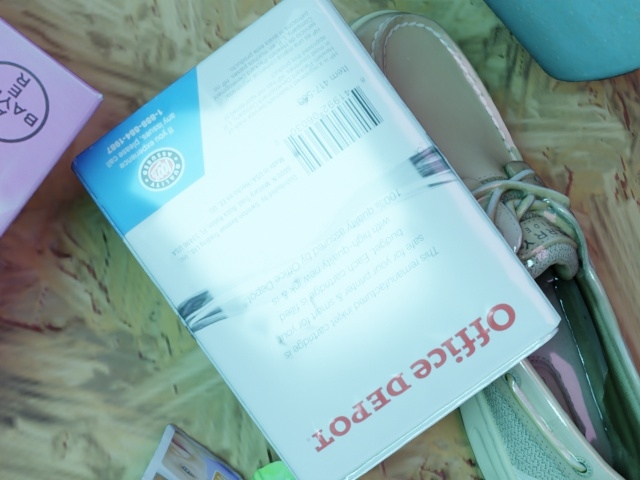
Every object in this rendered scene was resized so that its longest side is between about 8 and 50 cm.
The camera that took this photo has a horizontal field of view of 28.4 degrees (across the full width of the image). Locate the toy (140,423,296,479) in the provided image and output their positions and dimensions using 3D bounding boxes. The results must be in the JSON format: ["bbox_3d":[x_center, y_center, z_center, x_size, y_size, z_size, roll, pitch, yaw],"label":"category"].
[{"bbox_3d":[-0.021,0.150,0.508,0.137,0.237,0.056,40,103,-6],"label":"toy"}]

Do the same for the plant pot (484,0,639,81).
[{"bbox_3d":[0.135,-0.289,0.674,0.334,0.341,0.341,51,59,-16],"label":"plant pot"}]

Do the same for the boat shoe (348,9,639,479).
[{"bbox_3d":[0.099,0.005,0.679,0.109,0.098,0.302,-19,84,-31],"label":"boat shoe"}]

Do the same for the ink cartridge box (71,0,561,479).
[{"bbox_3d":[0.000,0.000,0.593,0.140,0.082,0.190,-36,88,5],"label":"ink cartridge box"}]

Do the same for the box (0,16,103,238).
[{"bbox_3d":[-0.248,-0.018,0.490,0.213,0.117,0.243,38,62,-13],"label":"box"}]
